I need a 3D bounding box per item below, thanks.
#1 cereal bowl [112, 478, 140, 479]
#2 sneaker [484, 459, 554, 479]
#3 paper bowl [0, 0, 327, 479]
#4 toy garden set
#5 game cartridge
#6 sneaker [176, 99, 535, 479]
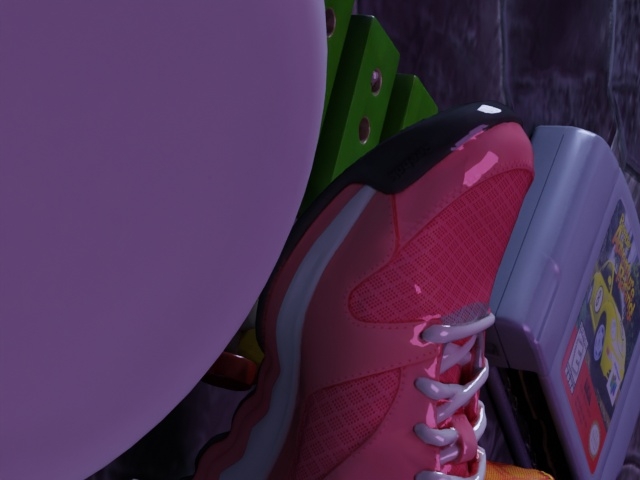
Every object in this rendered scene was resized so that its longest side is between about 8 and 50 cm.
[{"bbox_3d":[-0.122,0.213,0.570,0.339,0.141,0.339,-59,174,-10],"label":"cereal bowl"},{"bbox_3d":[0.122,0.166,1.213,0.175,0.067,0.064,14,68,-67],"label":"sneaker"},{"bbox_3d":[-0.111,-0.039,0.475,0.284,0.148,0.284,-26,130,-36],"label":"paper bowl"},{"bbox_3d":[0.000,0.000,0.945,0.244,0.049,0.204,47,54,-60],"label":"toy garden set"},{"bbox_3d":[0.183,0.064,1.341,0.294,0.060,0.196,66,36,-49],"label":"game cartridge"},{"bbox_3d":[0.032,0.090,0.810,0.116,0.136,0.314,-8,129,-57],"label":"sneaker"}]
